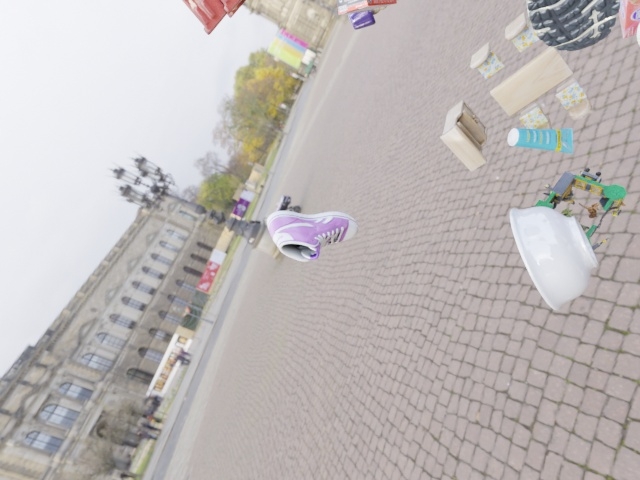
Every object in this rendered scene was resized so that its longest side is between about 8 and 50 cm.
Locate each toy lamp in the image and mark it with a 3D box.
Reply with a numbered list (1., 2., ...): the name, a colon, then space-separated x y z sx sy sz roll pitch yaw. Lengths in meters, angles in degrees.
1. toy lamp: 0.214 -0.730 1.243 0.275 0.080 0.080 -27 24 15

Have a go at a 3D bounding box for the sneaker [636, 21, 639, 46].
1. sneaker: 0.457 -0.244 0.494 0.084 0.152 0.058 -59 -5 -22

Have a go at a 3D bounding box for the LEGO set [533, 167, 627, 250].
1. LEGO set: 0.837 -0.060 1.395 0.331 0.255 0.192 -55 -33 -16

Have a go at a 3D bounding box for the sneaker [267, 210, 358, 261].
1. sneaker: -0.001 0.001 1.165 0.161 0.282 0.102 -120 37 -45

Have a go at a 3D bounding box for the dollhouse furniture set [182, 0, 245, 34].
1. dollhouse furniture set: -0.307 -0.699 0.941 0.152 0.374 0.201 -28 28 28

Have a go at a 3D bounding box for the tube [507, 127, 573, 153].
1. tube: 0.677 -0.308 1.260 0.052 0.207 0.080 -167 77 -79

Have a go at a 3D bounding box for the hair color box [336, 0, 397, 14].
1. hair color box: 0.098 -0.508 0.868 0.072 0.043 0.141 5 29 36

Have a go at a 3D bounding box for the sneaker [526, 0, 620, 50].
1. sneaker: 0.329 -0.400 0.568 0.110 0.283 0.122 -11 44 50

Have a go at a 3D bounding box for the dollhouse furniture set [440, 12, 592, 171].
1. dollhouse furniture set: 0.629 -0.460 1.401 0.394 0.362 0.256 -35 20 41

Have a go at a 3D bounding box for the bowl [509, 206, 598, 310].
1. bowl: 0.633 0.025 1.097 0.134 0.298 0.297 -27 33 33

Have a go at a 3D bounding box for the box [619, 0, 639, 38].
1. box: 0.942 -0.725 1.176 0.154 0.300 0.142 -8 84 34
